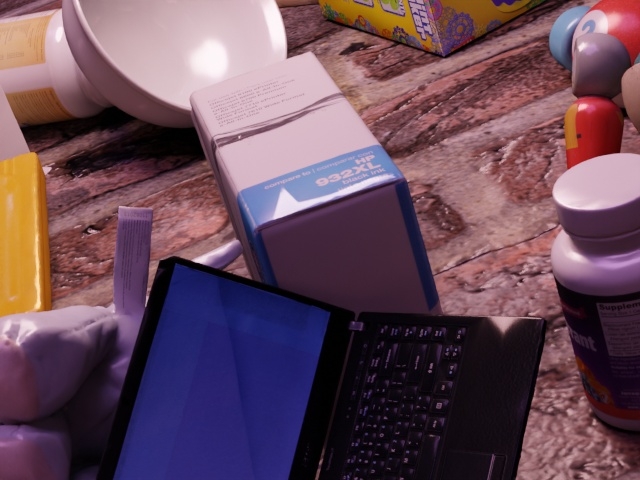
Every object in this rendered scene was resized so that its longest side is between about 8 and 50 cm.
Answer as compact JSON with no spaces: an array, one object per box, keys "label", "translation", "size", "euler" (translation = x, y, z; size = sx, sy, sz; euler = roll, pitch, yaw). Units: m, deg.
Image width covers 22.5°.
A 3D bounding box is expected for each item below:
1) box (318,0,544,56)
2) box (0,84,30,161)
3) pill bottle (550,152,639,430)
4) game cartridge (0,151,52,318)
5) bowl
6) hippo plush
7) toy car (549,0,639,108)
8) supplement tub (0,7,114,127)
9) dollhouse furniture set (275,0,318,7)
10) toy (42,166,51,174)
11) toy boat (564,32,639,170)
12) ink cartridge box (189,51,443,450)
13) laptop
[{"label":"box","translation":[0.166,-0.394,2.021],"size":[0.290,0.177,0.279],"euler":[-30,30,-21]},{"label":"box","translation":[-0.551,-0.129,1.993],"size":[0.215,0.168,0.345],"euler":[-37,33,-30]},{"label":"pill bottle","translation":[0.233,0.037,1.203],"size":[0.108,0.193,0.108],"euler":[-14,28,8]},{"label":"game cartridge","translation":[-0.442,0.043,1.668],"size":[0.324,0.052,0.285],"euler":[-16,43,2]},{"label":"bowl","translation":[-0.198,-0.247,1.938],"size":[0.134,0.298,0.298],"euler":[-38,9,44]},{"label":"hippo plush","translation":[-0.233,0.128,1.259],"size":[0.237,0.234,0.294],"euler":[-10,69,40]},{"label":"toy car","translation":[0.341,-0.274,1.640],"size":[0.210,0.238,0.219],"euler":[-24,28,-10]},{"label":"supplement tub","translation":[-0.352,-0.221,2.062],"size":[0.200,0.144,0.144],"euler":[-6,31,22]},{"label":"dollhouse furniture set","translation":[-0.047,-0.413,2.236],"size":[0.144,0.123,0.151],"euler":[-1,33,30]},{"label":"toy","translation":[-0.404,0.007,1.785],"size":[0.137,0.056,0.237],"euler":[4,41,30]},{"label":"toy boat","translation":[0.335,-0.134,1.429],"size":[0.268,0.148,0.318],"euler":[10,-10,-36]},{"label":"ink cartridge box","translation":[0.000,0.000,1.377],"size":[0.129,0.223,0.307],"euler":[-21,28,-5]},{"label":"laptop","translation":[-0.006,0.139,1.120],"size":[0.264,0.136,0.234],"euler":[0,68,41]}]
